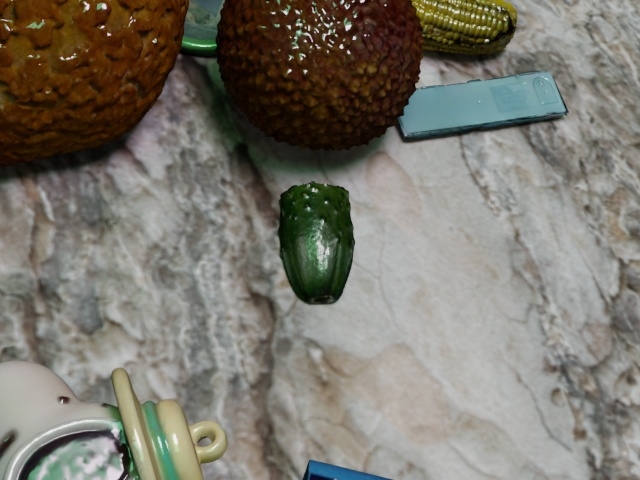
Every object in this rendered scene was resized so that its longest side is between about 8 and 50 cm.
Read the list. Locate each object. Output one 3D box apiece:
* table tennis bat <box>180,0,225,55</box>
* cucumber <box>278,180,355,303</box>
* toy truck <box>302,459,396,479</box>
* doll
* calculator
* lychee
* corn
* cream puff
[{"bbox_3d":[-0.132,-0.286,1.140,0.160,0.039,0.257,-17,65,-20],"label":"table tennis bat"},{"bbox_3d":[0.000,0.000,0.988,0.067,0.035,0.107,1,60,-12],"label":"cucumber"},{"bbox_3d":[0.010,0.321,0.706,0.146,0.175,0.367,14,57,0],"label":"toy truck"},{"bbox_3d":[-0.208,0.202,0.775,0.208,0.144,0.271,15,51,23],"label":"doll"},{"bbox_3d":[0.151,-0.131,1.108,0.172,0.018,0.057,-10,60,-17],"label":"calculator"},{"bbox_3d":[-0.003,-0.170,1.008,0.194,0.194,0.194,5,58,-8],"label":"lychee"},{"bbox_3d":[0.092,-0.220,1.122,0.203,0.072,0.072,8,57,-8],"label":"corn"},{"bbox_3d":[-0.254,-0.226,0.970,0.303,0.212,0.303,2,59,-4],"label":"cream puff"}]
